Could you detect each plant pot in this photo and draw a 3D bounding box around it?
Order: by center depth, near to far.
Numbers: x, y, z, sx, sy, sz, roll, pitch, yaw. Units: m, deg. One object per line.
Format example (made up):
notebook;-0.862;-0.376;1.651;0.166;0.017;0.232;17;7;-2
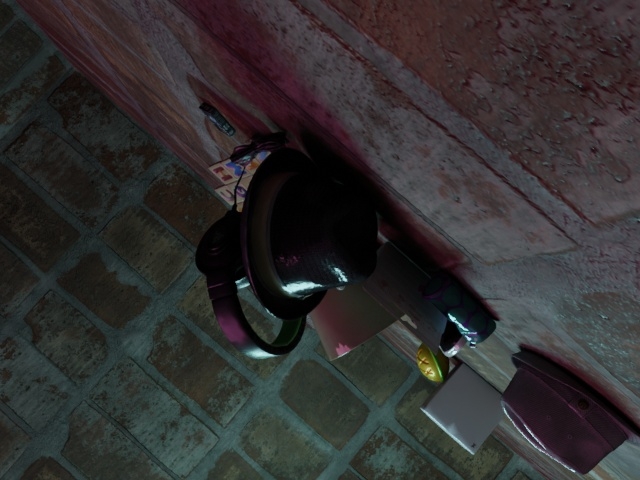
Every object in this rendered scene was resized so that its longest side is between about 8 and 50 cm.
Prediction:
plant pot;0.057;0.111;1.533;0.274;0.256;0.256;57;175;5

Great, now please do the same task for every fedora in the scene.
fedora;0.006;-0.011;1.063;0.152;0.334;0.334;-1;152;25
fedora;0.440;0.332;1.143;0.275;0.124;0.244;41;174;0

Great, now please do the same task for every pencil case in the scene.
pencil case;0.251;0.125;1.133;0.151;0.064;0.070;44;148;-20

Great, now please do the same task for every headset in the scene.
headset;-0.098;0.010;1.126;0.243;0.185;0.394;7;-112;-61

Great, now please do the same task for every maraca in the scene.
maraca;0.358;0.373;2.019;0.127;0.099;0.186;137;110;-81

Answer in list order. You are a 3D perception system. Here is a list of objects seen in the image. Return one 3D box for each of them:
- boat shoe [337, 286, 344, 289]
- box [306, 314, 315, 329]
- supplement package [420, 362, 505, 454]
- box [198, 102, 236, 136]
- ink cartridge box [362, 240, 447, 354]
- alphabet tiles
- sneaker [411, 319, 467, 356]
boat shoe;0.036;0.063;1.381;0.319;0.099;0.116;16;161;4
box;0.043;0.172;1.841;0.143;0.191;0.381;48;165;-15
supplement package;0.466;0.542;2.023;0.199;0.198;0.263;40;174;14
box;-0.245;-0.287;1.478;0.067;0.018;0.083;35;171;46
ink cartridge box;0.155;0.112;1.168;0.181;0.056;0.225;42;-150;-1
alphabet tiles;-0.089;-0.086;1.353;0.285;0.011;0.342;44;150;-25
sneaker;0.269;0.201;1.452;0.121;0.079;0.217;40;175;2
